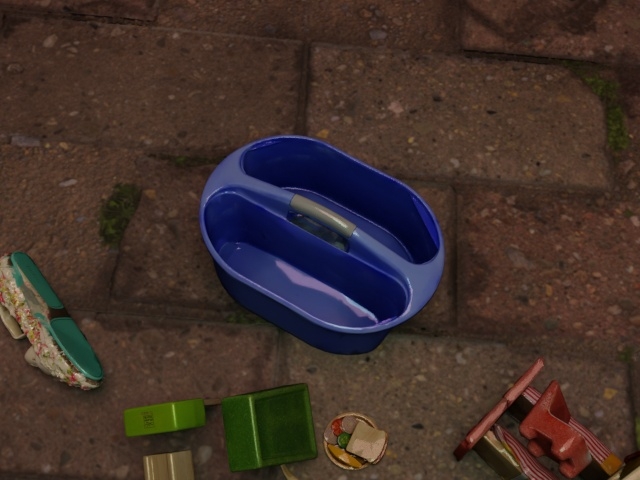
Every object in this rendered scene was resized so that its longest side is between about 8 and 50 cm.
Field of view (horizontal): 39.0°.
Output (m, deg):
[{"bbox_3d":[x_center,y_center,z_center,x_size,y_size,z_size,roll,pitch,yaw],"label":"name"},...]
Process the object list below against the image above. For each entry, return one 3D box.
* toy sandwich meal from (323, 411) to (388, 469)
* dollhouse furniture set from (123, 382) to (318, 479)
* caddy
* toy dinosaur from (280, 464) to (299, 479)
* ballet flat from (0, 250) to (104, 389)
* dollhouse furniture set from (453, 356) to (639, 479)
[{"bbox_3d":[0.045,0.263,1.188,0.085,0.029,0.085,1,64,-3],"label":"toy sandwich meal"},{"bbox_3d":[-0.113,0.341,1.110,0.197,0.151,0.301,-13,79,23],"label":"dollhouse furniture set"},{"bbox_3d":[0.000,0.000,1.232,0.341,0.179,0.241,28,67,10],"label":"caddy"},{"bbox_3d":[0.008,0.346,1.145,0.183,0.053,0.092,20,46,20],"label":"toy dinosaur"},{"bbox_3d":[-0.375,0.120,1.216,0.077,0.091,0.241,-43,66,11],"label":"ballet flat"},{"bbox_3d":[0.298,0.234,1.031,0.201,0.374,0.152,43,74,14],"label":"dollhouse furniture set"}]
